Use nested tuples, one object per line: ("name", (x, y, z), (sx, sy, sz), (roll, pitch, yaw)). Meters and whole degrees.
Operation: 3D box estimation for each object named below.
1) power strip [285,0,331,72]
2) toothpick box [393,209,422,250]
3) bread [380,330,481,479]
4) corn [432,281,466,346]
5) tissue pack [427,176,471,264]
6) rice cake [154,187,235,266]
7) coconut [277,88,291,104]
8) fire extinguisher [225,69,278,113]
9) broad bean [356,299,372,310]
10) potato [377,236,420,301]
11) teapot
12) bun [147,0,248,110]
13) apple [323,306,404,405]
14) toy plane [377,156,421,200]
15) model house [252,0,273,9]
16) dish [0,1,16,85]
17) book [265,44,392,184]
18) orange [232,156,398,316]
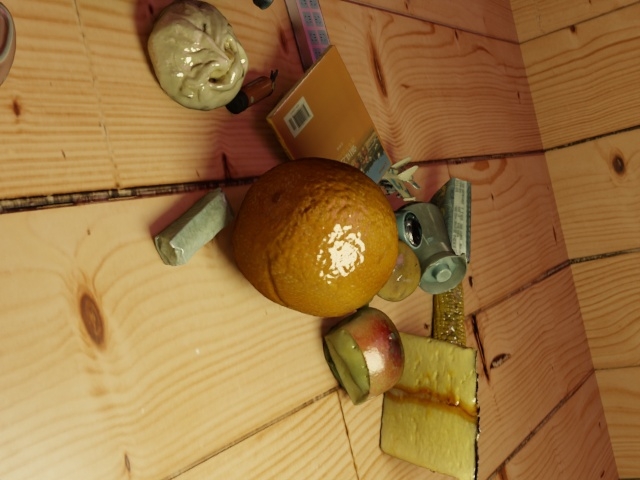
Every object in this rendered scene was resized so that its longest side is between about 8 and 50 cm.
("power strip", (-0.032, -0.548, 1.925), (0.109, 0.037, 0.279), (-22, 98, -55))
("toothpick box", (0.153, -0.010, 1.883), (0.120, 0.184, 0.120), (22, 62, -51))
("bread", (0.315, 0.399, 1.868), (0.242, 0.405, 0.346), (26, 70, -37))
("corn", (0.366, 0.214, 2.202), (0.097, 0.097, 0.320), (34, 50, -45))
("tissue pack", (0.353, -0.025, 2.185), (0.081, 0.185, 0.257), (14, 62, -12))
("rice cake", (-0.232, -0.023, 1.441), (0.206, 0.063, 0.069), (-52, 128, -47))
("coconut", (-0.060, -0.309, 1.773), (0.083, 0.082, 0.081), (60, 3, -37))
("fire extinguisher", (-0.142, -0.327, 1.679), (0.177, 0.050, 0.062), (-46, 159, -51))
("broad bean", (0.060, 0.098, 1.806), (0.174, 0.082, 0.124), (45, 21, -29))
("potato", (0.159, 0.063, 1.778), (0.176, 0.137, 0.137), (40, 46, -15))
("teapot", (0.261, 0.028, 2.003), (0.171, 0.203, 0.225), (51, 9, -44))
("bun", (-0.226, -0.364, 1.504), (0.231, 0.133, 0.231), (21, 64, -53))
("apple", (0.106, 0.257, 1.739), (0.188, 0.174, 0.207), (57, -9, 2))
("toy plane", (0.152, -0.174, 2.030), (0.262, 0.088, 0.192), (-7, 54, -36))
("model house", (-0.181, -0.651, 1.523), (0.303, 0.215, 0.237), (24, 21, -53))
("dish", (-0.518, -0.305, 1.098), (0.213, 0.090, 0.213), (24, 59, -50))
("book", (0.034, -0.231, 1.817), (0.262, 0.028, 0.374), (-54, 133, -27))
("orange", (0.000, 0.000, 1.541), (0.357, 0.322, 0.322), (37, 50, -54))
